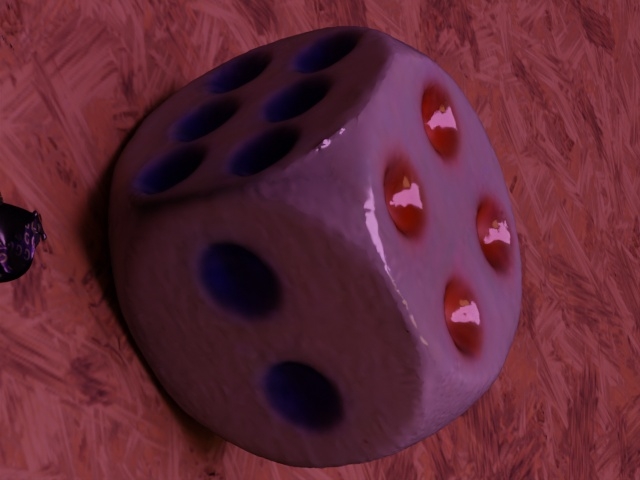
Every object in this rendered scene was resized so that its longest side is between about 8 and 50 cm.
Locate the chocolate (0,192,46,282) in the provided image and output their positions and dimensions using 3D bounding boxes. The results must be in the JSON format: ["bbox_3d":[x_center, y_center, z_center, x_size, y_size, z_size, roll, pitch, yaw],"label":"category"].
[{"bbox_3d":[-0.226,-0.027,1.142,0.072,0.070,0.147,-52,127,-23],"label":"chocolate"}]

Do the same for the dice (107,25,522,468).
[{"bbox_3d":[0.000,0.000,1.355,0.251,0.243,0.259,62,34,-24],"label":"dice"}]
